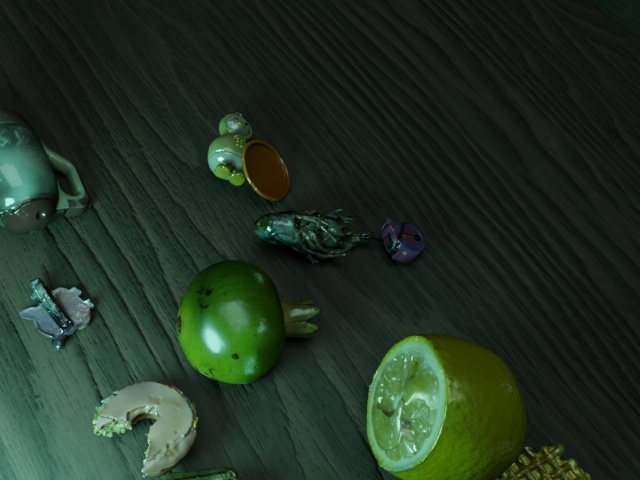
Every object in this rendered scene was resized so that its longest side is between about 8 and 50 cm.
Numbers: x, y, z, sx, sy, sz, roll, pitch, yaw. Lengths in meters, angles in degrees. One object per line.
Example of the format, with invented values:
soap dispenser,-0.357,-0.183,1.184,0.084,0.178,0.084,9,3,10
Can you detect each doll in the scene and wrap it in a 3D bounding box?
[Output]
doll,-0.262,-0.289,1.980,0.141,0.117,0.297,20,53,-22

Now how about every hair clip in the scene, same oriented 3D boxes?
hair clip,-0.659,0.171,1.650,0.187,0.056,0.146,43,59,9

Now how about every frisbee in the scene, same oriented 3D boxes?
frisbee,-0.166,-0.203,1.942,0.192,0.035,0.192,29,49,-40

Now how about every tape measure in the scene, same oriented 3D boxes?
tape measure,0.237,0.000,1.887,0.118,0.074,0.125,13,53,-24

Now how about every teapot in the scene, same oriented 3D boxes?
teapot,-0.790,-0.162,1.772,0.314,0.233,0.312,-15,63,-51

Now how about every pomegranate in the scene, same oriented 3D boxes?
pomegranate,-0.173,0.181,1.618,0.358,0.216,0.310,-3,53,-12

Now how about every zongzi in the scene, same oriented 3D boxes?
zongzi,-0.254,0.586,1.396,0.194,0.099,0.198,-7,55,-7

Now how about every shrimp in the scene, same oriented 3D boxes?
shrimp,-0.002,0.000,1.826,0.371,0.137,0.172,6,71,-4

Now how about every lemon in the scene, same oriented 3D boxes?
lemon,0.304,0.390,1.486,0.363,0.364,0.365,4,55,-6

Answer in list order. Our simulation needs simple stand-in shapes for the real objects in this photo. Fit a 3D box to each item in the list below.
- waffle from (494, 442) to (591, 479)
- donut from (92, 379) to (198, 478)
waffle,0.529,0.618,1.531,0.283,0.065,0.310,19,52,1
donut,-0.382,0.418,1.489,0.232,0.085,0.199,34,47,22
